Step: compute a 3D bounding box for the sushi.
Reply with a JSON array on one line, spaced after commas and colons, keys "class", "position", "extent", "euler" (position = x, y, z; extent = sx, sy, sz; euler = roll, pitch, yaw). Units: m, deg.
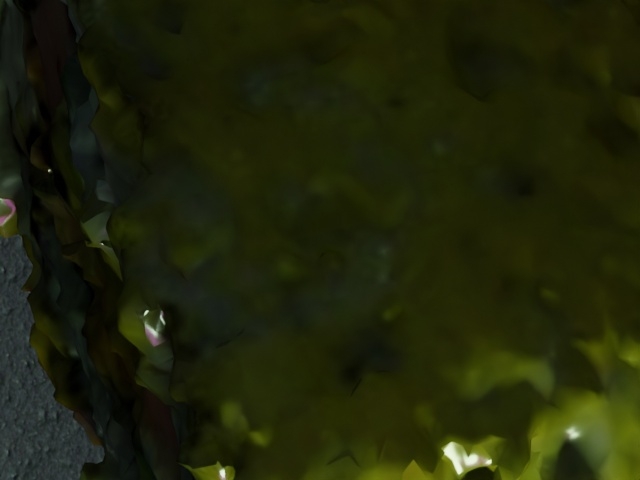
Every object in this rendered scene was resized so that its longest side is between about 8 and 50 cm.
[{"class": "sushi", "position": [0.000, 0.000, 0.769], "extent": [0.240, 0.397, 0.351], "euler": [-13, 158, -17]}]
